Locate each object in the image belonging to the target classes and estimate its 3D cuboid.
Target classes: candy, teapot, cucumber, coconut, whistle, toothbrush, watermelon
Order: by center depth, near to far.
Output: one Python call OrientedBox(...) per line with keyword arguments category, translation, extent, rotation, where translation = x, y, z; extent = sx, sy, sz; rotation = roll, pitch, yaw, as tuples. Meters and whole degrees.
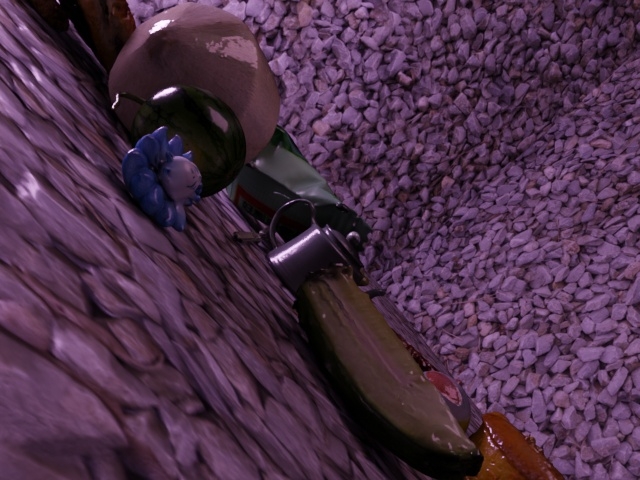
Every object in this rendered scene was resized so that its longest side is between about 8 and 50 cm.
OrientedBox(category="cucumber", translation=(0.072, 0.180, 0.938), extent=(0.325, 0.105, 0.145), rotation=(51, -22, 43))
OrientedBox(category="watermelon", translation=(-0.182, -0.140, 0.974), extent=(0.187, 0.141, 0.140), rotation=(43, 2, 10))
OrientedBox(category="whistle", translation=(0.143, 0.238, 1.114), extent=(0.223, 0.123, 0.123), rotation=(26, 17, -40))
OrientedBox(category="coconut", translation=(-0.187, -0.231, 1.144), extent=(0.237, 0.237, 0.266), rotation=(49, 5, 19))
OrientedBox(category="toothbrush", translation=(-0.115, -0.007, 1.308), extent=(0.026, 0.028, 0.294), rotation=(47, 8, 3))
OrientedBox(category="teapot", translation=(0.005, 0.030, 1.330), extent=(0.239, 0.149, 0.162), rotation=(50, 5, 16))
OrientedBox(category="candy", translation=(-0.060, -0.082, 1.489), extent=(0.398, 0.172, 0.263), rotation=(47, -28, 17))

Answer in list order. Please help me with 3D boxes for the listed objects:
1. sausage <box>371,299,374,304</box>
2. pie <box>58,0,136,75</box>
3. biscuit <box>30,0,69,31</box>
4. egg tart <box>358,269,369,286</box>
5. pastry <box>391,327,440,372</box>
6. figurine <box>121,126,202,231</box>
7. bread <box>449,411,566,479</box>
OrientedBox(category="sausage", translation=(0.080, 0.160, 1.436), extent=(0.078, 0.078, 0.304), rotation=(48, 4, -8))
OrientedBox(category="pie", translation=(-0.360, -0.353, 1.281), extent=(0.308, 0.085, 0.308), rotation=(55, -12, 18))
OrientedBox(category="biscuit", translation=(-0.485, -0.428, 1.265), extent=(0.199, 0.034, 0.064), rotation=(49, 0, 16))
OrientedBox(category="egg tart", translation=(0.048, 0.060, 2.056), extent=(0.197, 0.078, 0.197), rotation=(51, -1, 1))
OrientedBox(category="pastry", translation=(0.128, 0.212, 1.246), extent=(0.208, 0.097, 0.115), rotation=(42, 9, -45))
OrientedBox(category="figurine", translation=(-0.172, -0.071, 0.816), extent=(0.114, 0.079, 0.114), rotation=(1, 90, -69))
OrientedBox(category="bread", translation=(0.297, 0.383, 1.110), extent=(0.268, 0.145, 0.268), rotation=(52, 3, -3))
